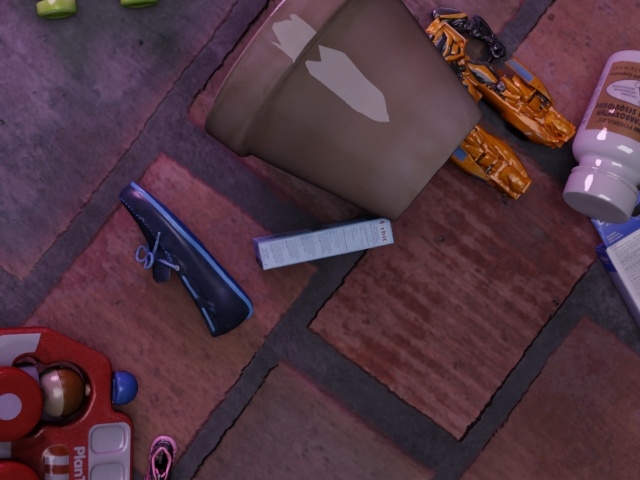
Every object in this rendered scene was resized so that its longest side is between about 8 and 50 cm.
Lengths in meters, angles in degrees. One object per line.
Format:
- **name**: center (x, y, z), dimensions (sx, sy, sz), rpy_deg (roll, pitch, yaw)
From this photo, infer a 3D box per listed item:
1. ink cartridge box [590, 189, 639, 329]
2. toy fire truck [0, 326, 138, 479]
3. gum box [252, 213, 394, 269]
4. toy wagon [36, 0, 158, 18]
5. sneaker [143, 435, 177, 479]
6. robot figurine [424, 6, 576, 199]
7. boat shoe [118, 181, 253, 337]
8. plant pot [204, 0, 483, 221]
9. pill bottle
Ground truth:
- **ink cartridge box**: center (0.550, 0.056, 1.758), dimensions (0.185, 0.065, 0.311), rpy_deg (-31, 97, -4)
- **toy fire truck**: center (-0.383, 0.271, 1.632), dimensions (0.253, 0.169, 0.302), rpy_deg (1, 93, -30)
- **gum box**: center (0.000, 0.000, 1.649), dimensions (0.184, 0.157, 0.041), rpy_deg (-11, 93, -5)
- **toy wagon**: center (-0.294, -0.464, 1.648), dimensions (0.344, 0.068, 0.267), rpy_deg (-8, 93, -7)
- **sneaker**: center (-0.236, 0.347, 1.685), dimensions (0.047, 0.057, 0.119), rpy_deg (5, 92, -8)
- **robot figurine**: center (0.223, -0.207, 1.702), dimensions (0.291, 0.085, 0.211), rpy_deg (40, 87, -6)
- **boat shoe**: center (-0.206, 0.032, 1.655), dimensions (0.089, 0.109, 0.258), rpy_deg (-41, 93, 0)
- **plant pot**: center (0.051, -0.182, 1.549), dimensions (0.280, 0.323, 0.323), rpy_deg (40, 87, 2)
- **pill bottle**: center (0.441, -0.148, 1.686), dimensions (0.131, 0.131, 0.229), rpy_deg (26, 79, -6)
